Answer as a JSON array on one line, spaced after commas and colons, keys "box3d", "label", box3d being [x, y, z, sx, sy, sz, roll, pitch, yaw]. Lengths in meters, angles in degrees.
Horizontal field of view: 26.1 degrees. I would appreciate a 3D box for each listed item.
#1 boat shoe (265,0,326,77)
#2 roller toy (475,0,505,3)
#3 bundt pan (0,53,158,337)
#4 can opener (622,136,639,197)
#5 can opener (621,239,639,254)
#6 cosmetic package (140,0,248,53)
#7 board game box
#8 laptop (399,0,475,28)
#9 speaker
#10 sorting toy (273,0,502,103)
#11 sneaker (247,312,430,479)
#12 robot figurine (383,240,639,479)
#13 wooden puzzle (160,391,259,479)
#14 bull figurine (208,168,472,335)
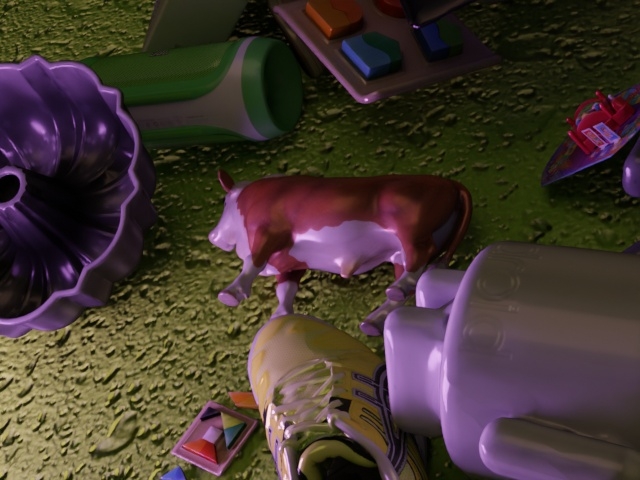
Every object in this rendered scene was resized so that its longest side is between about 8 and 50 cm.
[{"box3d": [-0.013, -0.313, 1.729, 0.098, 0.109, 0.302, -23, 37, 8], "label": "boat shoe"}, {"box3d": [0.191, -0.380, 1.634, 0.209, 0.146, 0.191, 14, 50, 14], "label": "roller toy"}, {"box3d": [-0.325, -0.036, 1.565, 0.331, 0.124, 0.330, -8, 65, 17], "label": "bundt pan"}, {"box3d": [0.360, -0.134, 1.332, 0.074, 0.093, 0.280, 14, 42, 25], "label": "can opener"}, {"box3d": [0.381, -0.038, 1.251, 0.283, 0.095, 0.076, -32, 41, -4], "label": "can opener"}, {"box3d": [-0.104, -0.410, 1.708, 0.377, 0.097, 0.284, 125, 162, -44], "label": "cosmetic package"}, {"box3d": [0.273, -0.122, 1.372, 0.133, 0.033, 0.169, -52, 13, -28], "label": "board game box"}, {"box3d": [0.273, -0.383, 1.526, 0.236, 0.408, 0.382, -50, 41, 35], "label": "laptop"}, {"box3d": [-0.176, -0.171, 1.660, 0.297, 0.131, 0.131, -3, 48, 26], "label": "speaker"}, {"box3d": [0.077, -0.241, 1.579, 0.193, 0.038, 0.208, -19, 48, -27], "label": "sorting toy"}, {"box3d": [0.024, 0.176, 1.197, 0.145, 0.147, 0.384, -32, 41, -1], "label": "sneaker"}, {"box3d": [0.230, 0.109, 1.098, 0.354, 0.199, 0.300, 6, 31, 24], "label": "robot figurine"}, {"box3d": [-0.104, 0.190, 1.351, 0.079, 0.014, 0.116, 8, 54, 34], "label": "wooden puzzle"}, {"box3d": [0.000, 0.000, 1.419, 0.310, 0.101, 0.188, -5, 51, 27], "label": "bull figurine"}]
